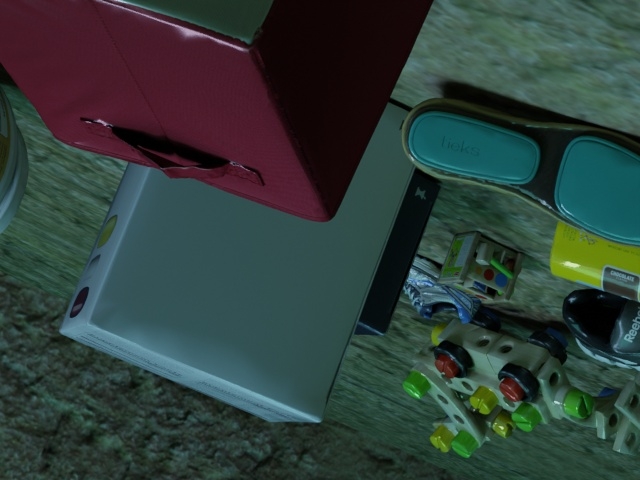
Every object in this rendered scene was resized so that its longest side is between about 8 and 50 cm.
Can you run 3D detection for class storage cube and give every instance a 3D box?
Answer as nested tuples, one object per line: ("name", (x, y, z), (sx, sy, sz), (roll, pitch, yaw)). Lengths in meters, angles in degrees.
("storage cube", (-0.057, -0.153, 0.949), (0.184, 0.215, 0.193), (18, 162, 19))

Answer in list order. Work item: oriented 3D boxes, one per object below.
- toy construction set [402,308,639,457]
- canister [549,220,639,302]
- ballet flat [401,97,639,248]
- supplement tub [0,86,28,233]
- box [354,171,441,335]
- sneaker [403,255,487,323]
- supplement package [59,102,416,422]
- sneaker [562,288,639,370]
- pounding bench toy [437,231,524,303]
("toy construction set", (0.237, 0.180, 2.102), (0.328, 0.151, 0.215), (2, 135, 37))
("canister", (0.276, 0.015, 1.396), (0.170, 0.073, 0.126), (18, -164, 24))
("ballet flat", (0.176, -0.059, 1.352), (0.232, 0.080, 0.073), (21, -163, 9))
("supplement tub", (-0.428, -0.110, 1.738), (0.228, 0.228, 0.316), (17, 168, 18))
("box", (0.000, 0.000, 1.686), (0.108, 0.153, 0.207), (26, 166, -21))
("sneaker", (0.112, 0.052, 1.963), (0.135, 0.058, 0.052), (18, 168, 17))
("supplement package", (-0.063, -0.010, 1.469), (0.204, 0.261, 0.145), (24, 168, -14))
("sneaker", (0.328, 0.094, 1.726), (0.234, 0.078, 0.106), (15, 170, 36))
("pounding bench toy", (0.167, 0.028, 1.768), (0.065, 0.052, 0.083), (24, 168, -17))
